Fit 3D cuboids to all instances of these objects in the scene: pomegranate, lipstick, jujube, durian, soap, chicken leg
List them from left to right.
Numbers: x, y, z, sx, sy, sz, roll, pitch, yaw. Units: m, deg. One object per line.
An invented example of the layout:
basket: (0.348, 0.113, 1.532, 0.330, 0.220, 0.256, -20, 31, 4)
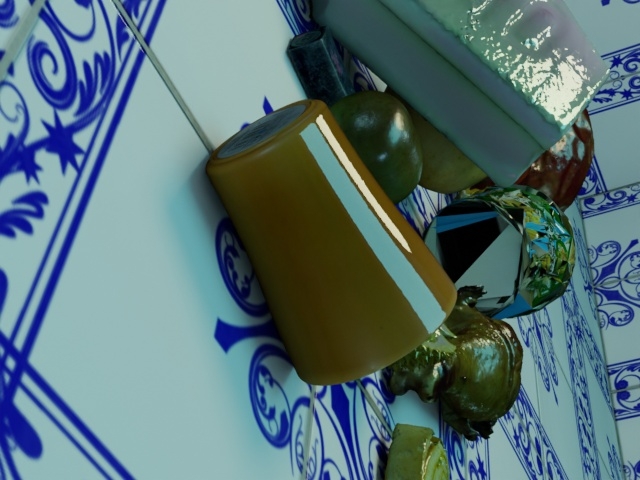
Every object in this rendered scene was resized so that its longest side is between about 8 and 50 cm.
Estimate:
lipstick: (0.043, -0.135, 1.408, 0.051, 0.051, 0.312, -79, 148, -56)
pomegranate: (0.048, -0.087, 1.294, 0.191, 0.131, 0.152, -66, 147, -28)
durian: (0.060, 0.078, 1.242, 0.146, 0.102, 0.208, 21, 28, -46)
pomegranate: (0.197, -0.190, 1.641, 0.233, 0.233, 0.233, -16, 90, -71)
soap: (0.181, -0.314, 1.473, 0.446, 0.156, 0.261, 42, 51, 2)
chicken leg: (0.205, 0.159, 1.482, 0.361, 0.140, 0.211, 46, 42, -60)
jujube: (0.441, -0.222, 2.261, 0.276, 0.276, 0.376, 38, 39, -59)

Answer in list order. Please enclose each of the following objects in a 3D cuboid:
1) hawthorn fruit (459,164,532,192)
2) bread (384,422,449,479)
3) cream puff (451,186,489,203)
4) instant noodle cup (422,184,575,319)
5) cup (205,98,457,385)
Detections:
hawthorn fruit: (0.303, -0.161, 1.987, 0.251, 0.190, 0.189, -45, 119, -47)
bread: (0.116, 0.293, 1.247, 0.156, 0.064, 0.117, -80, 152, -54)
cream puff: (0.294, -0.027, 1.856, 0.116, 0.146, 0.146, -11, 85, -36)
instant noodle cup: (0.273, 0.021, 1.684, 0.178, 0.240, 0.240, -5, 79, -61)
cup: (0.000, 0.000, 1.052, 0.264, 0.182, 0.226, 60, -11, -17)
